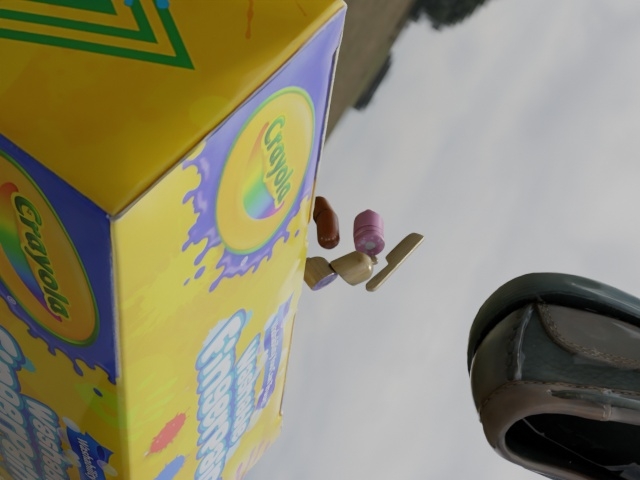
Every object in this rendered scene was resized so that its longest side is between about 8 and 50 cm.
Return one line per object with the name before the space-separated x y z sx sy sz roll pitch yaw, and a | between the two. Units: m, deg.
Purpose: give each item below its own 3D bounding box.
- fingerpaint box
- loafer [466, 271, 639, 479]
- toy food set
fingerpaint box | -0.196 -0.036 0.794 0.163 0.371 0.444 -46 163 -28
loafer | 0.181 0.099 0.548 0.084 0.268 0.096 -70 180 -61
toy food set | 0.000 0.000 0.874 0.078 0.122 0.019 -44 142 -34
